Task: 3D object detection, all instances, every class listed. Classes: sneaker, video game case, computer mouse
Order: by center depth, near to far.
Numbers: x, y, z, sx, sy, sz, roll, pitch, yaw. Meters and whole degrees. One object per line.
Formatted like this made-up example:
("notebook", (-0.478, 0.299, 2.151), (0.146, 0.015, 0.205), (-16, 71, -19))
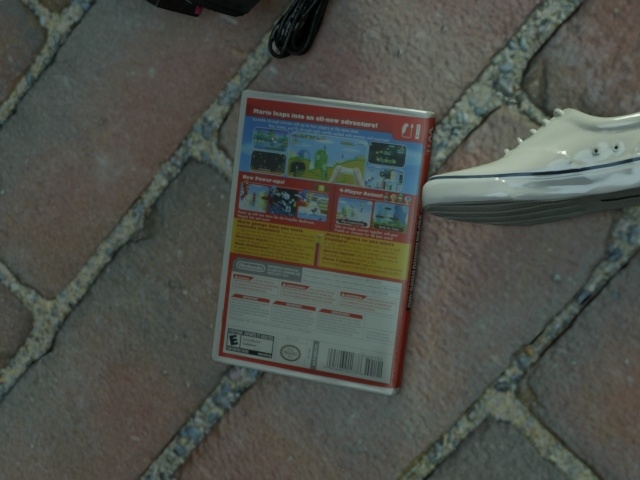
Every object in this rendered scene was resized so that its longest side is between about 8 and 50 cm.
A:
("sneaker", (0.220, -0.072, 1.224), (0.258, 0.094, 0.091), (-7, 72, 17))
("computer mouse", (-0.076, -0.297, 1.253), (0.262, 0.060, 0.184), (28, 102, -25))
("video game case", (0.000, 0.000, 1.334), (0.204, 0.025, 0.285), (9, 96, 20))

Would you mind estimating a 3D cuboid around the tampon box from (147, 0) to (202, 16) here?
("tampon box", (-0.182, -0.321, 1.345), (0.161, 0.101, 0.120), (32, 103, 16))
